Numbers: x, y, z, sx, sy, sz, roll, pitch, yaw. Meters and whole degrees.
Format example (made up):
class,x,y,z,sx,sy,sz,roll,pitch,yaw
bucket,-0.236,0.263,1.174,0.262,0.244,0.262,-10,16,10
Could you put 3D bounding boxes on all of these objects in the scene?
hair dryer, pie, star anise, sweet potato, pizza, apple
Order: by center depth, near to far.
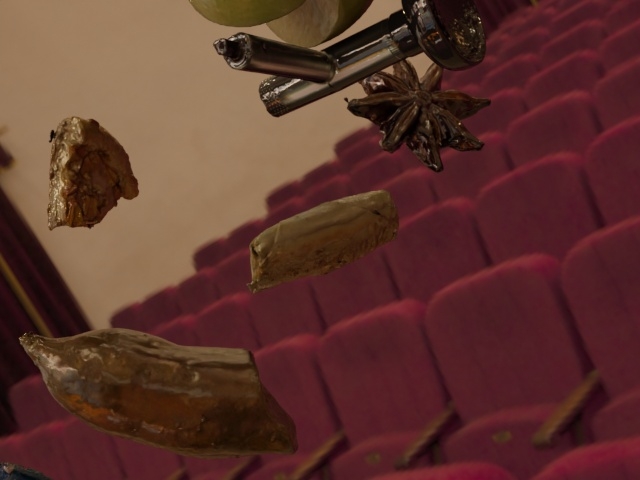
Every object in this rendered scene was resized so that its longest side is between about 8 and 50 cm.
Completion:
class,x,y,z,sx,sy,sz,roll,pitch,yaw
sweet potato,-0.199,0.194,1.446,0.370,0.157,0.158,10,-1,-10
hair dryer,0.026,-0.232,1.475,0.320,0.155,0.284,-22,5,23
pizza,-0.302,-0.072,1.481,0.063,0.182,0.161,17,57,22
apple,-0.050,-0.392,1.527,0.292,0.292,0.254,-33,43,-16
pie,0.000,0.000,1.868,0.282,0.128,0.068,-22,45,-26
star anise,0.151,-0.207,1.878,0.272,0.272,0.102,-35,-16,-38

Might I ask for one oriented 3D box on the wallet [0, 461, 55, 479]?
class,x,y,z,sx,sy,sz,roll,pitch,yaw
wallet,-0.295,0.332,1.130,0.059,0.141,0.202,-10,55,37
